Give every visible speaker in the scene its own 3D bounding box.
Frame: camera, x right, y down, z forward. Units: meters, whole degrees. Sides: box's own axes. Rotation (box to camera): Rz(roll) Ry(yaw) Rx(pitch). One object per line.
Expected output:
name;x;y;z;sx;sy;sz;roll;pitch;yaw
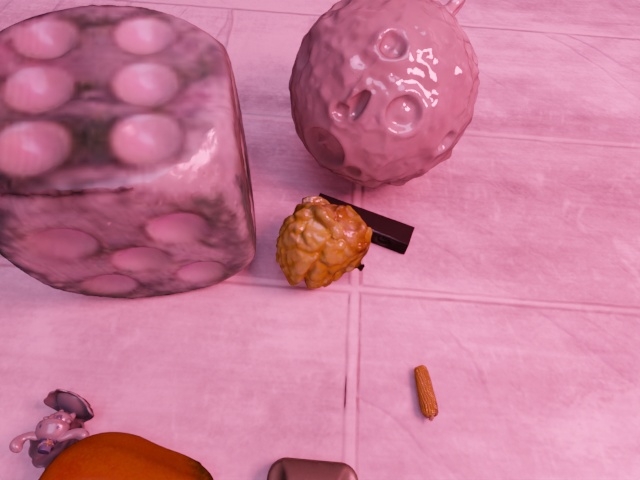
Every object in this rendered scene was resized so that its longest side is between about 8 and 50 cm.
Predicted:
speaker;0.079;-0.033;0.773;0.191;0.040;0.046;21;60;10

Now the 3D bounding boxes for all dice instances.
dice;-0.281;-0.118;0.633;0.330;0.348;0.328;-9;64;-5

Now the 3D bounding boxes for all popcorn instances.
popcorn;0.008;0.008;0.687;0.142;0.173;0.173;29;63;32

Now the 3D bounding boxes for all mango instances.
mango;-0.245;0.335;0.512;0.221;0.120;0.151;22;62;0

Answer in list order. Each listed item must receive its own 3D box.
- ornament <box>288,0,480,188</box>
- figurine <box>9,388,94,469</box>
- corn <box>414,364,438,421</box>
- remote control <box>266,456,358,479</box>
ornament;0.100;-0.258;0.732;0.337;0.337;0.337;1;61;-2
figurine;-0.362;0.266;0.565;0.094;0.082;0.086;9;39;11
corn;0.164;0.238;0.635;0.027;0.028;0.083;-6;58;1
remote control;-0.022;0.452;0.487;0.128;0.065;0.335;4;61;2
